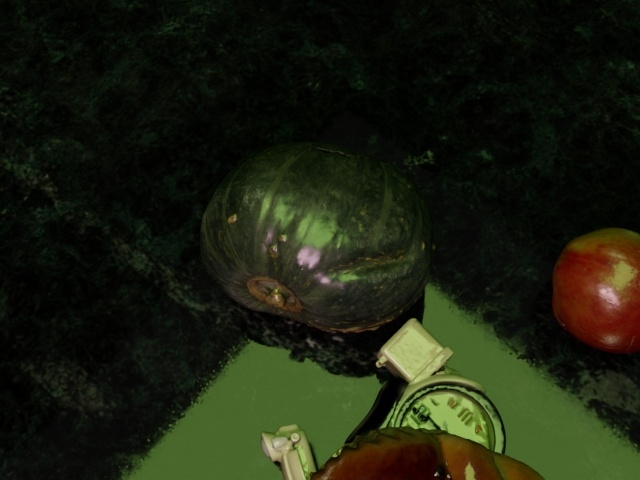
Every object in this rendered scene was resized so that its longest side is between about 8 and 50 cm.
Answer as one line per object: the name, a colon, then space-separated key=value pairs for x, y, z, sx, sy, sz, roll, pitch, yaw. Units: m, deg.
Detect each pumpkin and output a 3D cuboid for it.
pumpkin: x=0.000 y=0.000 z=1.374 sx=0.327 sy=0.291 sz=0.257 roll=26 pitch=65 yaw=2

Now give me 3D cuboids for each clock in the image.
clock: x=0.076 y=0.315 z=1.351 sx=0.379 sy=0.120 sz=0.276 roll=-40 pitch=79 yaw=-15

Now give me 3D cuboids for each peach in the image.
peach: x=0.436 y=0.076 z=1.374 sx=0.197 sy=0.197 sz=0.197 roll=-1 pitch=71 yaw=3

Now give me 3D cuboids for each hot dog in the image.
hot dog: x=0.122 y=0.421 z=1.194 sx=0.367 sy=0.196 sz=0.366 roll=12 pitch=84 yaw=-17
